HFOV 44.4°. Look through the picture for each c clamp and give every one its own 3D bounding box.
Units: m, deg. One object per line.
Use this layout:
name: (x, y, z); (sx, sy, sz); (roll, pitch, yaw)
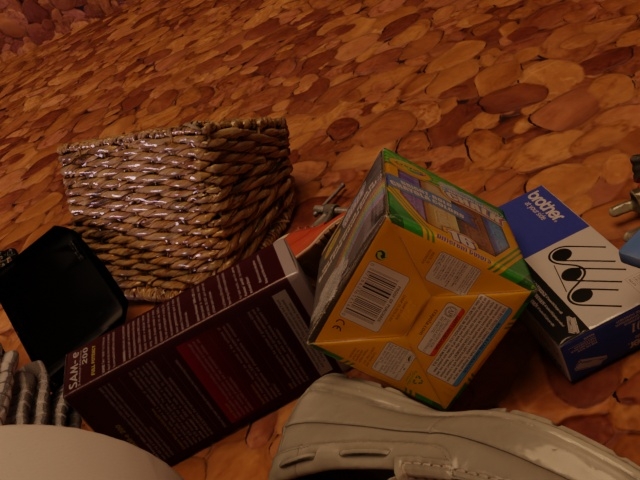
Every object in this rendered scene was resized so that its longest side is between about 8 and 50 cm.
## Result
c clamp: (0.038, -0.021, 0.934); (0.161, 0.022, 0.137); (13, 51, 46)

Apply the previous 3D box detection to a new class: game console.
game console: (-0.410, 0.150, 0.978); (0.361, 0.044, 0.213); (-41, 52, -7)

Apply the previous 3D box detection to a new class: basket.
basket: (-0.179, -0.043, 1.071); (0.299, 0.223, 0.213); (-3, 7, 35)

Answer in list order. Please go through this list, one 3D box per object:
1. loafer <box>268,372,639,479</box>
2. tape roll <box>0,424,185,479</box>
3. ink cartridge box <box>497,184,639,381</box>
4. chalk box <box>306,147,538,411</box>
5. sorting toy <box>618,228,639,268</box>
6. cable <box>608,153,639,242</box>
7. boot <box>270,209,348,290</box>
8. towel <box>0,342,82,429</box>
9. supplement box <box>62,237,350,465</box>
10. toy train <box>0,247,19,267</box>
loafer: (0.087, 0.175, 0.543); (0.319, 0.112, 0.111); (-1, 46, 49)
tape roll: (-0.193, 0.254, 0.474); (0.286, 0.286, 0.100); (-30, 32, -3)
ink cartridge box: (0.210, 0.030, 0.704); (0.097, 0.046, 0.207); (-27, 31, 1)
chalk box: (0.081, 0.018, 0.684); (0.132, 0.132, 0.213); (-60, 7, 23)
sorting toy: (0.324, 0.025, 0.440); (0.196, 0.047, 0.347); (-31, 31, -5)
cable: (0.403, -0.063, 0.704); (0.287, 0.072, 0.139); (-13, 16, 3)
boot: (0.000, 0.000, 0.882); (0.158, 0.059, 0.084); (-34, 33, 9)
towel: (-0.301, 0.248, 0.660); (0.235, 0.121, 0.283); (-55, 27, 13)
supplement box: (-0.106, 0.115, 0.751); (0.239, 0.130, 0.073); (-28, 31, 0)
toy train: (-0.490, 0.046, 1.253); (0.036, 0.027, 0.158); (-26, 29, -16)
